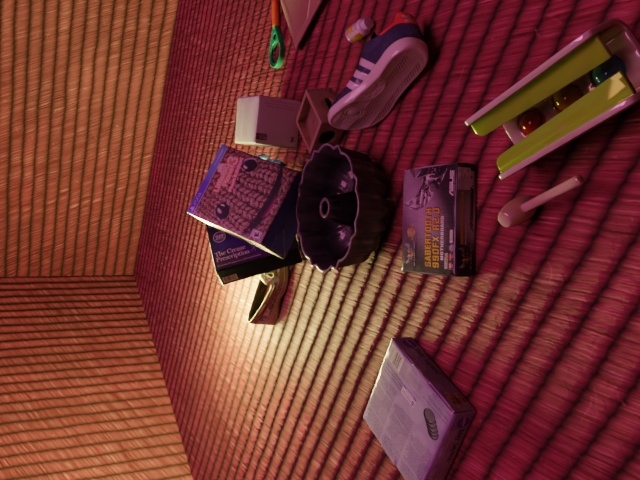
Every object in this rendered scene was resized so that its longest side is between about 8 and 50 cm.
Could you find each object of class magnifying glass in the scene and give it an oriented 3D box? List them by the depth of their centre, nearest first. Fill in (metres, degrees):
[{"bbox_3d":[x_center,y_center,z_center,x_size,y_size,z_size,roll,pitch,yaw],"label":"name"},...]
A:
[{"bbox_3d":[-0.149,-0.699,2.114,0.092,0.026,0.230,-10,83,61],"label":"magnifying glass"}]

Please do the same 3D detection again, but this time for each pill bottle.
[{"bbox_3d":[0.103,-0.549,1.623,0.083,0.043,0.043,-12,79,60],"label":"pill bottle"}]

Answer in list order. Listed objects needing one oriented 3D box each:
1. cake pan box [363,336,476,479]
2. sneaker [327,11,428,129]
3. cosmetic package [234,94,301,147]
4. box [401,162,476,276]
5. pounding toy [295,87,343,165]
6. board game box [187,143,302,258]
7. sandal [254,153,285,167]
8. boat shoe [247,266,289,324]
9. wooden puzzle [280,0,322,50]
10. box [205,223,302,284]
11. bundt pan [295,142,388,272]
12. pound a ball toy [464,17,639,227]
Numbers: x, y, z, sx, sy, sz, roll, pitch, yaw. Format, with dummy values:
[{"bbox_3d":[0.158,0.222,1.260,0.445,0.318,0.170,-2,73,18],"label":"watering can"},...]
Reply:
[{"bbox_3d":[0.206,0.384,1.391,0.267,0.070,0.245,48,128,51],"label":"cake pan box"},{"bbox_3d":[0.130,-0.403,1.502,0.350,0.131,0.148,-37,51,49],"label":"sneaker"},{"bbox_3d":[-0.173,-0.381,2.012,0.184,0.151,0.151,17,104,59],"label":"cosmetic package"},{"bbox_3d":[0.249,-0.043,1.330,0.183,0.056,0.230,4,92,61],"label":"box"},{"bbox_3d":[0.005,-0.290,1.758,0.206,0.094,0.181,115,139,-52],"label":"pounding toy"},{"bbox_3d":[-0.197,-0.116,1.809,0.291,0.141,0.232,22,82,29],"label":"board game box"},{"bbox_3d":[-0.169,-0.219,2.034,0.317,0.138,0.126,24,146,51],"label":"sandal"},{"bbox_3d":[-0.173,0.156,2.064,0.104,0.089,0.285,40,124,55],"label":"boat shoe"},{"bbox_3d":[-0.052,-0.746,1.922,0.238,0.044,0.220,124,137,-52],"label":"wooden puzzle"},{"bbox_3d":[-0.208,0.006,1.942,0.103,0.261,0.184,79,174,-57],"label":"box"},{"bbox_3d":[0.061,-0.081,1.606,0.331,0.124,0.330,-3,87,60],"label":"bundt pan"},{"bbox_3d":[0.395,-0.179,1.027,0.208,0.136,0.319,59,146,4],"label":"pound a ball toy"}]
